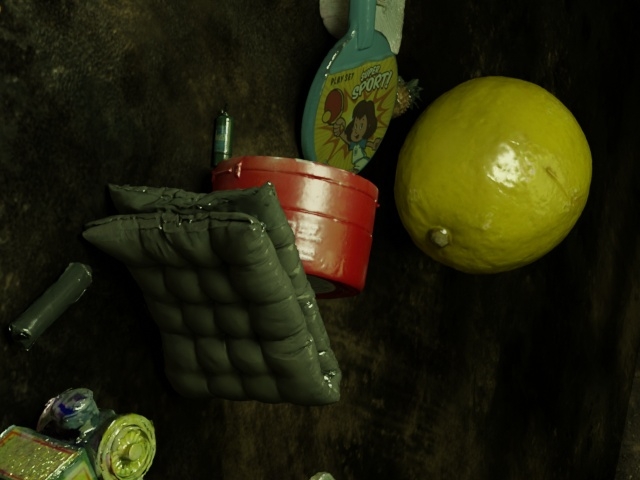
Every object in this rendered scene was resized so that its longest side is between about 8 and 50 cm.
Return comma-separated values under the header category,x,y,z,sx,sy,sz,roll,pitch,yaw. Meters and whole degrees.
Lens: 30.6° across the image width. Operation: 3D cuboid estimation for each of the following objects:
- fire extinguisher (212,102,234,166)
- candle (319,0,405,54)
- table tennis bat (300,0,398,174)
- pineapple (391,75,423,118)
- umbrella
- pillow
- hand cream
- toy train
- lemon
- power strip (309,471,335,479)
category,x,y,z,sx,sy,sz,roll,pitch,yaw
fire extinguisher,-0.128,-0.140,1.556,0.038,0.025,0.083,-173,-93,-82
candle,0.077,-0.365,1.836,0.192,0.068,0.168,-50,131,-43
table tennis bat,0.049,-0.241,1.758,0.215,0.044,0.329,-22,128,-46
pineapple,0.129,-0.240,1.949,0.159,0.074,0.074,-26,116,-65
umbrella,-0.295,0.071,1.288,0.133,0.031,0.036,-52,162,-45
pillow,-0.118,0.071,1.405,0.101,0.228,0.326,-65,146,-41
hand cream,-0.041,-0.013,1.526,0.230,0.230,0.149,31,66,-57
toy train,-0.260,0.289,1.281,0.177,0.134,0.261,-43,129,-39
lemon,0.289,-0.107,1.979,0.348,0.348,0.348,-12,104,-59
power strip,-0.036,0.457,1.747,0.213,0.064,0.198,-52,140,-24
